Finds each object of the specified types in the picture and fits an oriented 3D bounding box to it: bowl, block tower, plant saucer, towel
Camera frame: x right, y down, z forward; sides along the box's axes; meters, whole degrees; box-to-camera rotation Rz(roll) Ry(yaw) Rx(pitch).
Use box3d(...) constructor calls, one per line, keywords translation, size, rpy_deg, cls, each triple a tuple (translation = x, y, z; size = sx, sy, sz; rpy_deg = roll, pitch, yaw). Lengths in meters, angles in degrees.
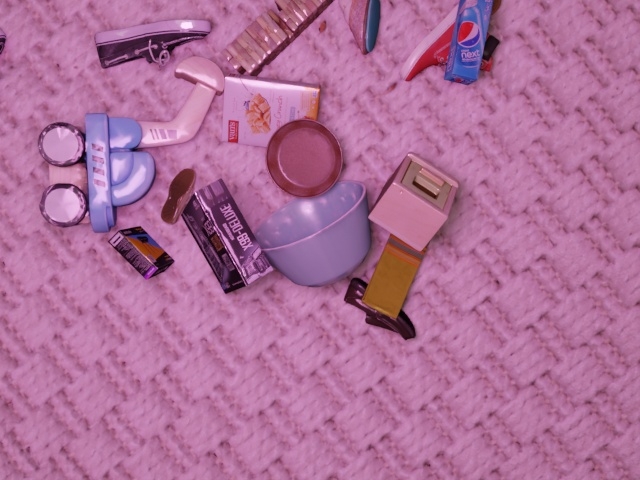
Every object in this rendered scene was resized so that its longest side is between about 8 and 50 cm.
box3d(translation=(0.000, 0.000, 1.803), size=(0.311, 0.311, 0.163), rpy_deg=(-26, 112, 2), cls="bowl")
box3d(translation=(-0.096, -0.552, 1.859), size=(0.335, 0.097, 0.091), rpy_deg=(-43, 92, 4), cls="block tower")
box3d(translation=(-0.039, -0.206, 1.846), size=(0.198, 0.036, 0.199), rpy_deg=(2, 102, 11), cls="plant saucer")
box3d(translation=(0.194, 0.074, 1.875), size=(0.102, 0.021, 0.237), rpy_deg=(25, 72, 1), cls="towel")

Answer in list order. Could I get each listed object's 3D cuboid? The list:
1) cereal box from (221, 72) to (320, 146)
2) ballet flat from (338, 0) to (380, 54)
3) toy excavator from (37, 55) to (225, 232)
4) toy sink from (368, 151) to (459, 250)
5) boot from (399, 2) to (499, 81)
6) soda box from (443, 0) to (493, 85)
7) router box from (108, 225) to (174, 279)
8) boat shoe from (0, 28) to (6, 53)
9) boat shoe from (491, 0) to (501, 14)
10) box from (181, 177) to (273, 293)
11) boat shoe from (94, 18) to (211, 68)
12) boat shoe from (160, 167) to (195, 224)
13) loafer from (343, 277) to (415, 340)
box3d(translation=(-0.127, -0.322, 1.863), size=(0.240, 0.047, 0.173), rpy_deg=(6, 116, 0), cls="cereal box")
box3d(translation=(0.105, -0.626, 1.859), size=(0.106, 0.107, 0.316), rpy_deg=(10, 87, 21), cls="ballet flat")
box3d(translation=(-0.461, -0.239, 1.846), size=(0.445, 0.222, 0.433), rpy_deg=(-2, 92, -13), cls="toy excavator")
box3d(translation=(0.236, -0.112, 1.784), size=(0.152, 0.234, 0.131), rpy_deg=(34, 125, -1), cls="toy sink")
box3d(translation=(0.332, -0.457, 1.860), size=(0.244, 0.088, 0.176), rpy_deg=(-45, 93, -1), cls="boot")
box3d(translation=(0.361, -0.492, 1.789), size=(0.067, 0.071, 0.210), rpy_deg=(11, 89, -8), cls="soda box")
box3d(translation=(-0.446, 0.028, 1.847), size=(0.046, 0.179, 0.133), rpy_deg=(-44, 92, 5), cls="router box")
box3d(translation=(-0.886, -0.405, 1.873), size=(0.102, 0.108, 0.301), rpy_deg=(42, 95, -1), cls="boat shoe")
box3d(translation=(0.347, -0.679, 1.848), size=(0.277, 0.096, 0.098), rpy_deg=(45, 76, -20), cls="boat shoe")
box3d(translation=(-0.234, -0.001, 1.777), size=(0.076, 0.307, 0.242), rpy_deg=(-30, 92, -18), cls="box")
box3d(translation=(-0.420, -0.492, 1.858), size=(0.306, 0.113, 0.105), rpy_deg=(-7, 99, 4), cls="boat shoe")
box3d(translation=(-0.365, -0.114, 1.911), size=(0.056, 0.048, 0.153), rpy_deg=(20, 86, 12), cls="boat shoe")
box3d(translation=(0.151, 0.188, 1.901), size=(0.220, 0.080, 0.078), rpy_deg=(40, 102, 4), cls="loafer")
